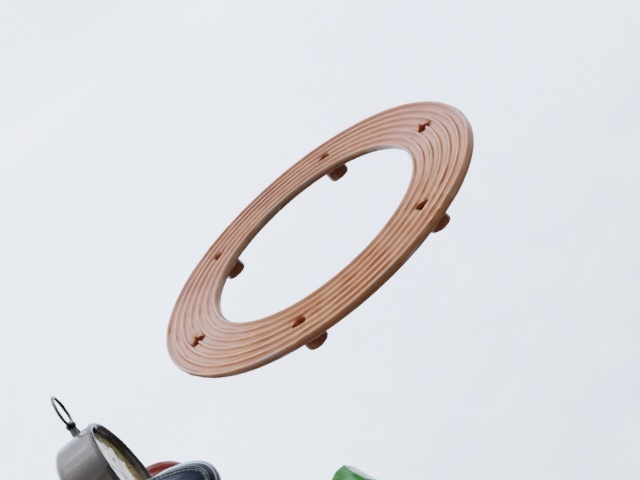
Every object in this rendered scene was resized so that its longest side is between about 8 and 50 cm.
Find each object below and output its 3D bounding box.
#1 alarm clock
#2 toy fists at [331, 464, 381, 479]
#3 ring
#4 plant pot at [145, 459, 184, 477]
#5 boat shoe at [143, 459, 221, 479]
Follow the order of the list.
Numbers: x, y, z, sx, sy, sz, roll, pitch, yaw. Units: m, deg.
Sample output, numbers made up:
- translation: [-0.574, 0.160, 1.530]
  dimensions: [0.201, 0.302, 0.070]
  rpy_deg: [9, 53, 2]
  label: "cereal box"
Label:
- translation: [-0.220, 0.234, 1.381]
  dimensions: [0.064, 0.192, 0.129]
  rpy_deg: [-37, -18, 1]
  label: "alarm clock"
- translation: [0.120, 0.499, 2.525]
  dimensions: [0.096, 0.142, 0.279]
  rpy_deg: [-61, -32, -7]
  label: "toy fists"
- translation: [0.000, 0.000, 1.224]
  dimensions: [0.336, 0.336, 0.032]
  rpy_deg: [-44, -68, -6]
  label: "ring"
- translation: [-0.169, 0.502, 2.054]
  dimensions: [0.272, 0.265, 0.272]
  rpy_deg: [-23, -59, -45]
  label: "plant pot"
- translation: [-0.170, 0.251, 1.244]
  dimensions: [0.183, 0.065, 0.083]
  rpy_deg: [-32, -25, -16]
  label: "boat shoe"
